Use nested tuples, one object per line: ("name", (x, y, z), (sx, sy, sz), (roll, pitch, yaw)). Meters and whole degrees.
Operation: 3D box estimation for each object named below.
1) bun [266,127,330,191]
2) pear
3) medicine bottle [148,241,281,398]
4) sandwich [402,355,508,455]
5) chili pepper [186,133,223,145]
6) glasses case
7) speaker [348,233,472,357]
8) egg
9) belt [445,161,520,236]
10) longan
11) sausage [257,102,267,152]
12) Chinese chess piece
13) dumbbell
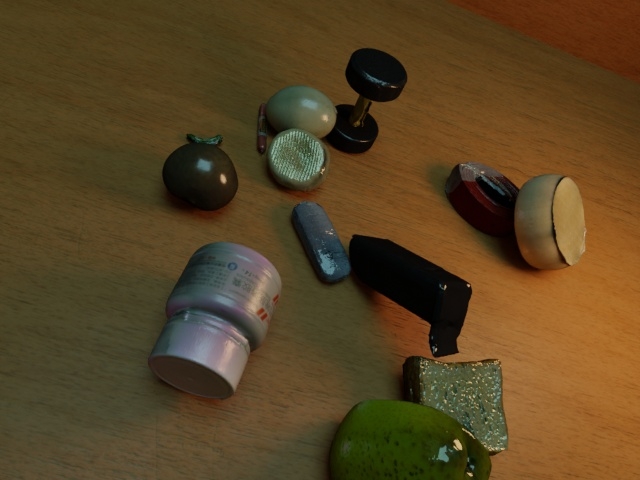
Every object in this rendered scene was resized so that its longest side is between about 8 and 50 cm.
("bun", (-0.071, -0.257, 1.552), (0.222, 0.127, 0.223), (0, 79, 0))
("pear", (0.201, 0.492, 0.991), (0.342, 0.318, 0.238), (36, 47, 5))
("medicine bottle", (-0.239, 0.182, 1.091), (0.241, 0.241, 0.302), (22, 51, -5))
("sandwich", (0.348, 0.431, 1.220), (0.272, 0.095, 0.249), (7, 71, -18))
("chili pepper", (-0.376, -0.321, 1.529), (0.117, 0.035, 0.056), (0, 44, -10))
("glasses case", (0.000, 0.000, 1.426), (0.109, 0.067, 0.283), (-9, 62, -29))
("speaker", (0.240, 0.139, 1.326), (0.180, 0.184, 0.388), (8, 18, -46))
("egg", (-0.068, -0.438, 1.627), (0.252, 0.187, 0.187), (7, 52, 6))
("belt", (0.613, -0.159, 1.750), (0.323, 0.115, 0.227), (40, 51, 9))
("longan", (-0.339, -0.187, 1.350), (0.212, 0.198, 0.198), (30, 51, 4))
("sausage", (-0.202, -0.397, 1.648), (0.034, 0.034, 0.254), (8, 55, -16))
("Chinese chess piece", (0.809, -0.064, 1.649), (0.337, 0.140, 0.339), (4, 84, -44))
("dumbbell", (0.150, -0.484, 1.662), (0.203, 0.323, 0.204), (10, 53, -14))
